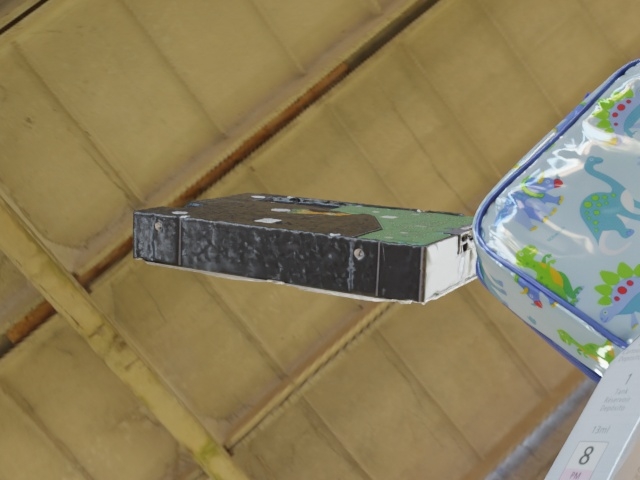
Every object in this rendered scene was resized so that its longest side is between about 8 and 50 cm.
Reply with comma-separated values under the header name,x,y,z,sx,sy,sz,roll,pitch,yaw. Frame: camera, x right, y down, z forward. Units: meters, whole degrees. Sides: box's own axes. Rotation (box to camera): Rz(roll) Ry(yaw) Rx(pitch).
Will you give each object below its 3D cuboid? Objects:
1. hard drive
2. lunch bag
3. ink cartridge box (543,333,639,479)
name,x,y,z,sx,sy,sz,roll,pitch,yaw
hard drive,0.000,0.000,0.976,0.237,0.338,0.064,-17,-70,-61
lunch bag,0.222,-0.018,0.619,0.219,0.176,0.090,-43,-32,-14
ink cartridge box,0.235,0.095,0.443,0.189,0.066,0.232,41,-114,-9
